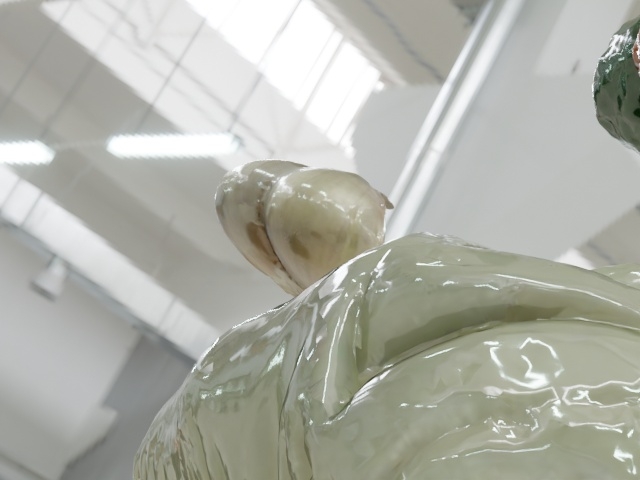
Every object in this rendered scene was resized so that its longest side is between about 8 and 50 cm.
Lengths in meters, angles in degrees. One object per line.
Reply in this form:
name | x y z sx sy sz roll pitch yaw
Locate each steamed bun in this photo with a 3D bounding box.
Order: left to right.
steamed bun | 0.094 0.158 0.536 0.368 0.255 0.342 -15 -90 67

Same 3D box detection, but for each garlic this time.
garlic | -0.004 -0.012 0.996 0.124 0.099 0.174 32 -11 -22

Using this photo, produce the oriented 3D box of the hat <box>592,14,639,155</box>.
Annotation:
hat | 0.306 -0.174 1.058 0.285 0.285 0.400 32 -39 -9
